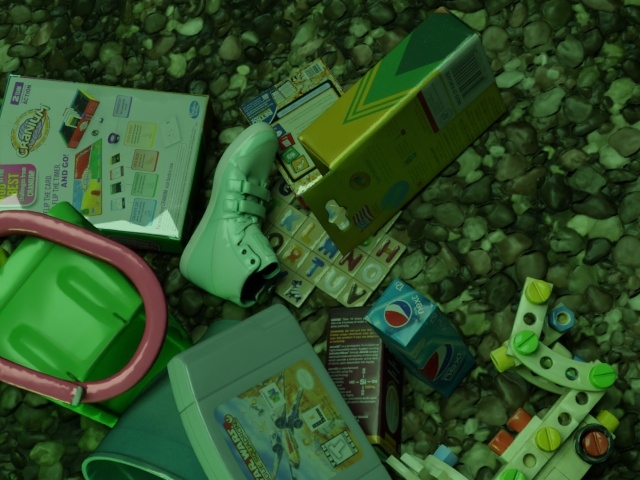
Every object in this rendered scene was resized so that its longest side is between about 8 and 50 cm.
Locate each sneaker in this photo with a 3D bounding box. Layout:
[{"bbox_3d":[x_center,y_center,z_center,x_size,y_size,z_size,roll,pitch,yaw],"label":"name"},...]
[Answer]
[{"bbox_3d":[-0.088,-0.030,1.926,0.151,0.094,0.256,30,101,35],"label":"sneaker"}]

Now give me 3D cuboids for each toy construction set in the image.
[{"bbox_3d":[0.237,0.228,1.680,0.215,0.151,0.327,42,93,6],"label":"toy construction set"}]

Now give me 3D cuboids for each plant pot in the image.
[{"bbox_3d":[-0.126,0.252,1.758,0.272,0.271,0.255,15,58,26],"label":"plant pot"}]

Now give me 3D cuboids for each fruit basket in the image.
[{"bbox_3d":[-0.400,0.088,1.860,0.392,0.392,0.283,34,82,30],"label":"fruit basket"}]

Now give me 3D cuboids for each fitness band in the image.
[{"bbox_3d":[-0.329,0.080,1.653,0.291,0.054,0.209,21,83,-2],"label":"fitness band"}]

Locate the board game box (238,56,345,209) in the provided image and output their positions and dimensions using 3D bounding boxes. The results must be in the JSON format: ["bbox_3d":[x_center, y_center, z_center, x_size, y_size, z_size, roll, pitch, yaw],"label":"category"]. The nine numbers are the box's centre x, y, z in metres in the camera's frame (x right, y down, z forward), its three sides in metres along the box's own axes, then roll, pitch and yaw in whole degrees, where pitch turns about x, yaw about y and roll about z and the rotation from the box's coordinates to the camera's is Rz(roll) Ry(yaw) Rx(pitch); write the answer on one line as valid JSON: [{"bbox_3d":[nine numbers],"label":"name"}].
[{"bbox_3d":[-0.012,-0.160,2.003,0.147,0.045,0.193,-32,58,0],"label":"board game box"}]

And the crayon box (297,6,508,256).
[{"bbox_3d":[0.099,-0.144,1.864,0.318,0.202,0.081,-42,59,-5],"label":"crayon box"}]

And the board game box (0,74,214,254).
[{"bbox_3d":[-0.338,-0.117,2.055,0.317,0.064,0.242,7,69,6],"label":"board game box"}]

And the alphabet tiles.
[{"bbox_3d":[0.000,0.000,1.955,0.237,0.009,0.198,33,81,30],"label":"alphabet tiles"}]

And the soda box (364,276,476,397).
[{"bbox_3d":[0.129,0.127,1.731,0.071,0.210,0.067,34,82,30],"label":"soda box"}]

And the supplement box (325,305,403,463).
[{"bbox_3d":[0.058,0.191,1.791,0.081,0.104,0.188,-4,65,18],"label":"supplement box"}]

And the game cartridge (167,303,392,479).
[{"bbox_3d":[-0.048,0.238,1.624,0.062,0.198,0.297,-39,81,47],"label":"game cartridge"}]
